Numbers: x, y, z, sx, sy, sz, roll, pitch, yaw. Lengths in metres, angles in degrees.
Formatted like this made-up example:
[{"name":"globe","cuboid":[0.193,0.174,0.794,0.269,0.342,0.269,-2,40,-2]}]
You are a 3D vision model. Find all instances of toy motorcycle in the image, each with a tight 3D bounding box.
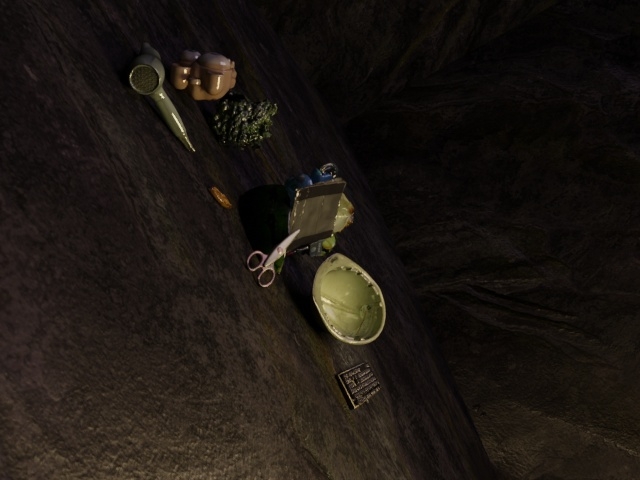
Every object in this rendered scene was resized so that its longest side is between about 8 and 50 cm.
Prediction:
[{"name":"toy motorcycle","cuboid":[-0.035,-0.074,1.804,0.124,0.182,0.272,38,-47,40]}]

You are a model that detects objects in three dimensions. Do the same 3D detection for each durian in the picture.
[{"name":"durian","cuboid":[0.038,-0.104,2.311,0.252,0.139,0.144,50,21,-45]}]

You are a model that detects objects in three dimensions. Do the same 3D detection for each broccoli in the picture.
[{"name":"broccoli","cuboid":[-0.205,-0.315,1.847,0.304,0.165,0.145,-86,-172,-86]}]

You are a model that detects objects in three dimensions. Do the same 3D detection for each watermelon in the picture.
[{"name":"watermelon","cuboid":[-0.127,-0.054,1.656,0.301,0.123,0.129,-102,-179,-46]}]

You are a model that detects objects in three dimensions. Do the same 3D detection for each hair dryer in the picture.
[{"name":"hair dryer","cuboid":[-0.332,-0.299,1.453,0.206,0.076,0.237,-108,173,-62]}]

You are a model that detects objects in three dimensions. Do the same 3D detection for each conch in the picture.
[{"name":"conch","cuboid":[-0.002,0.000,2.075,0.201,0.080,0.094,-7,82,-59]}]

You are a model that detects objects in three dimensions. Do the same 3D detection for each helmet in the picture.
[{"name":"helmet","cuboid":[0.037,0.160,1.751,0.257,0.137,0.204,48,56,-23]}]

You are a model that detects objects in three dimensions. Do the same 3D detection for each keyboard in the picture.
[{"name":"keyboard","cuboid":[0.110,0.387,1.805,0.106,0.027,0.317,64,12,11]}]

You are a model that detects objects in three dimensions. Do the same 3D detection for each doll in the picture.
[{"name":"doll","cuboid":[-0.289,-0.425,1.697,0.278,0.154,0.119,-101,-160,-67]}]

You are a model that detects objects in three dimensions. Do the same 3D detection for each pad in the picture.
[{"name":"pad","cuboid":[-0.015,-0.067,1.705,0.022,0.174,0.233,23,23,26]}]

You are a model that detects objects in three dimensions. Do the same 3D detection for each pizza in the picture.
[{"name":"pizza","cuboid":[-0.226,-0.096,1.512,0.083,0.016,0.037,43,23,-46]}]

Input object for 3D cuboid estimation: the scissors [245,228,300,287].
[{"name":"scissors","cuboid":[-0.100,0.028,1.525,0.176,0.022,0.085,-47,112,-37]}]
